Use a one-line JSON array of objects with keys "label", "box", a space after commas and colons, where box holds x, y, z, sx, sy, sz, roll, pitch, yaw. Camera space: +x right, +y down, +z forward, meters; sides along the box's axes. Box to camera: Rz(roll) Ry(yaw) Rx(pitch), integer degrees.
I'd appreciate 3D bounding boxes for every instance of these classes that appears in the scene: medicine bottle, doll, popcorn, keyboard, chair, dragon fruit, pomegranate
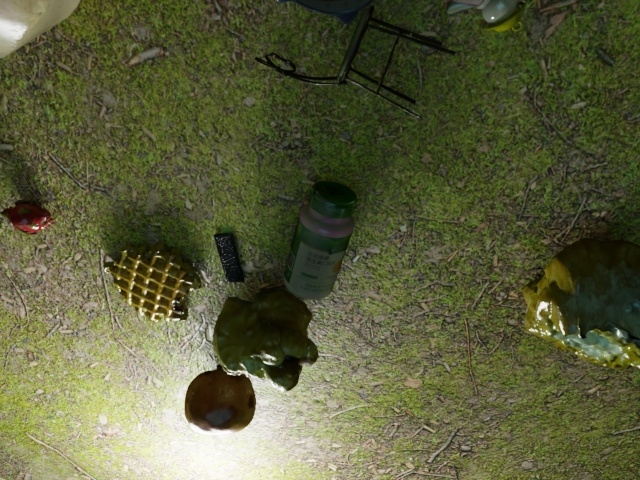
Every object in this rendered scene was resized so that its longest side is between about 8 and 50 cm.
[{"label": "medicine bottle", "box": [0.000, 0.000, 1.081, 0.134, 0.133, 0.274, 15, 121, -1]}, {"label": "doll", "box": [0.285, -0.444, 0.802, 0.207, 0.081, 0.129, 35, 127, -16]}, {"label": "popcorn", "box": [-0.130, 0.253, 1.175, 0.277, 0.276, 0.225, -13, 138, 15]}, {"label": "keyboard", "box": [-0.242, 0.048, 1.214, 0.053, 0.010, 0.155, -4, 120, 9]}, {"label": "chair", "box": [0.061, -0.349, 0.848, 0.326, 0.159, 0.170, 20, 120, -6]}, {"label": "dragon fruit", "box": [-0.763, -0.062, 1.178, 0.116, 0.081, 0.086, 24, 132, -8]}, {"label": "pomegranate", "box": [-0.297, 0.475, 1.372, 0.215, 0.215, 0.215, 3, 121, 6]}]

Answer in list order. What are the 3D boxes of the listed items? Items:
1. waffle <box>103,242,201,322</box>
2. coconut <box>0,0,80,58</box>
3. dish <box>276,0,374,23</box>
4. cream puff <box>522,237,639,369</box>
[{"label": "waffle", "box": [-0.454, 0.124, 1.265, 0.291, 0.051, 0.291, 5, 123, 8]}, {"label": "coconut", "box": [-0.571, -0.484, 0.758, 0.353, 0.352, 0.352, 3, 121, 6]}, {"label": "dish", "box": [0.017, -0.497, 0.787, 0.228, 0.086, 0.236, -20, 151, 40]}, {"label": "cream puff", "box": [0.618, 0.127, 1.038, 0.323, 0.270, 0.274, 28, 87, -10]}]
